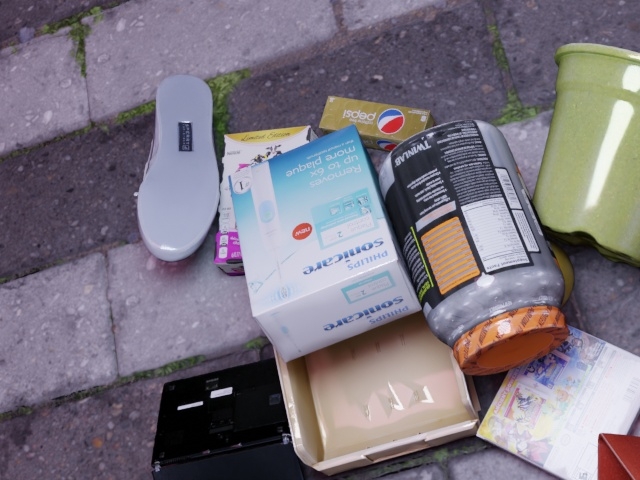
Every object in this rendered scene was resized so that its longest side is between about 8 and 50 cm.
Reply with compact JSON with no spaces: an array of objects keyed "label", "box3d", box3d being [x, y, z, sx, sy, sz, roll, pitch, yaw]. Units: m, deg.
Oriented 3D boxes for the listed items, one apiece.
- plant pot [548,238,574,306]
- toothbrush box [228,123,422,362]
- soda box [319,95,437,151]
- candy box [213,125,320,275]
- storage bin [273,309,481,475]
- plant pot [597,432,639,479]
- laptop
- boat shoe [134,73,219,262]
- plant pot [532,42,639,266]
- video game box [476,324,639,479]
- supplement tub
[{"label":"plant pot","box3d":[0.302,0.042,1.600,0.134,0.095,0.134,-7,68,16]},{"label":"toothbrush box","box3d":[0.000,0.000,1.580,0.216,0.126,0.295,-21,46,9]},{"label":"soda box","box3d":[0.094,-0.187,1.781,0.181,0.058,0.061,11,74,23]},{"label":"candy box","box3d":[-0.084,-0.065,1.789,0.159,0.071,0.233,-5,68,18]},{"label":"storage bin","box3d":[0.080,0.185,1.607,0.262,0.123,0.260,-18,65,11]},{"label":"plant pot","box3d":[0.478,0.392,1.288,0.236,0.267,0.267,-2,100,1]},{"label":"laptop","box3d":[-0.128,0.336,1.684,0.234,0.136,0.264,-14,40,13]},{"label":"boat shoe","box3d":[-0.244,-0.096,1.822,0.136,0.156,0.367,2,55,-10]},{"label":"plant pot","box3d":[0.421,-0.108,1.545,0.276,0.276,0.254,21,90,25]},{"label":"video game box","box3d":[0.351,0.231,1.538,0.187,0.048,0.205,26,80,24]},{"label":"supplement tub","box3d":[0.211,0.011,1.482,0.193,0.193,0.316,-22,65,10]}]
